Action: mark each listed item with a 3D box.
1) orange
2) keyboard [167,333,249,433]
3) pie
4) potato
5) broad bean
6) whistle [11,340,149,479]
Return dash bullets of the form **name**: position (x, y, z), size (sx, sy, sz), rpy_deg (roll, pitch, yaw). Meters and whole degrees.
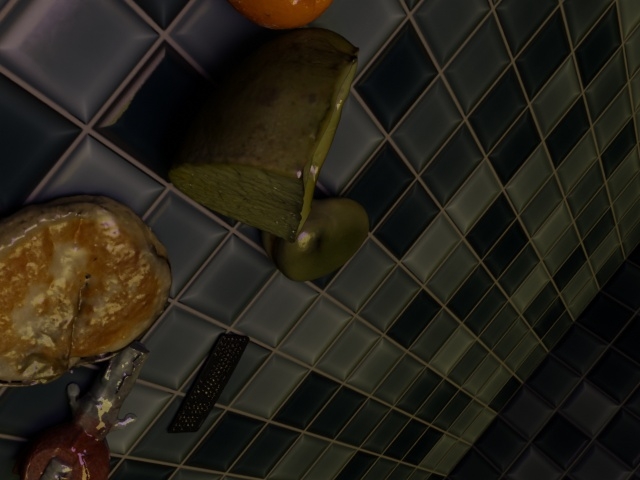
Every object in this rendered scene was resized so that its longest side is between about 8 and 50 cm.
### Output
- **orange**: position (-0.050, -0.373, 0.783), size (0.193, 0.161, 0.194), rpy_deg (-26, 133, -33)
- **keyboard**: position (-0.229, 0.300, 1.250), size (0.087, 0.017, 0.251), rpy_deg (18, 106, -47)
- **pie**: position (-0.383, 0.084, 0.894), size (0.338, 0.077, 0.339), rpy_deg (-21, 132, -26)
- **potato**: position (-0.078, -0.187, 0.892), size (0.330, 0.212, 0.280), rpy_deg (110, 1, -76)
- **broad bean**: position (0.000, 0.000, 1.154), size (0.263, 0.121, 0.189), rpy_deg (6, 119, -48)
- **whistle**: position (-0.402, 0.331, 1.032), size (0.346, 0.142, 0.133), rpy_deg (-60, 166, -1)
